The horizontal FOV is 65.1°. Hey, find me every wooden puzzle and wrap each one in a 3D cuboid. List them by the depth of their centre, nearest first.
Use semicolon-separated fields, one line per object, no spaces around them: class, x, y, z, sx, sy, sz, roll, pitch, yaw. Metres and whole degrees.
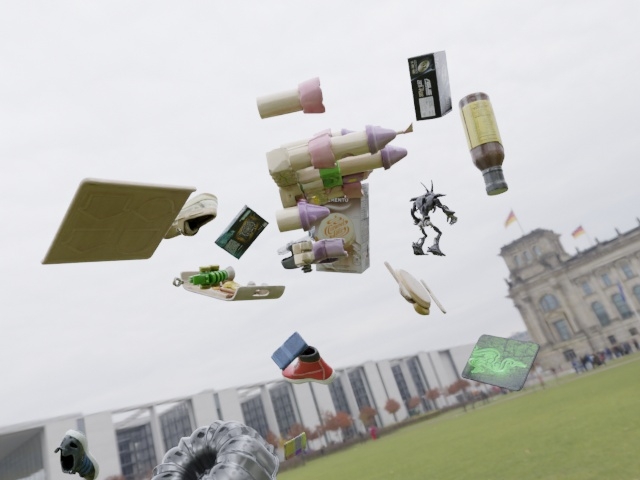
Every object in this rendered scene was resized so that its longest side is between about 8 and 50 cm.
wooden puzzle;-0.556;-0.060;1.380;0.348;0.080;0.322;-45;-25;29

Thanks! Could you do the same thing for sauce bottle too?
sauce bottle;0.546;-0.318;1.670;0.112;0.343;0.111;-9;-12;-2

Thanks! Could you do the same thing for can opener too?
can opener;0.000;0.000;1.565;0.284;0.095;0.076;-24;15;-9

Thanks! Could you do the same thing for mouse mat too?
mouse mat;0.494;0.333;1.387;0.007;0.152;0.190;48;-27;-26

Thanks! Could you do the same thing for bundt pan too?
bundt pan;-0.268;0.556;1.183;0.331;0.124;0.330;-22;20;8

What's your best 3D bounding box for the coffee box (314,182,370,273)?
coffee box;0.061;-0.038;1.411;0.141;0.246;0.098;1;10;21

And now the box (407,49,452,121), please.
box;0.322;-0.451;1.459;0.078;0.180;0.147;-2;19;28

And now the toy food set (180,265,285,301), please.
toy food set;-0.306;0.145;1.743;0.306;0.092;0.220;7;2;38

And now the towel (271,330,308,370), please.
towel;-0.097;0.347;1.579;0.119;0.067;0.029;-45;-27;4

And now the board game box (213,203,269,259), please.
board game box;-0.295;-0.030;1.885;0.186;0.026;0.126;-50;-49;-1

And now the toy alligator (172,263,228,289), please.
toy alligator;-0.279;0.093;1.230;0.052;0.056;0.190;1;4;25

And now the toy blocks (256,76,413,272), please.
toy blocks;0.049;-0.126;0.984;0.260;0.308;0.288;-11;-13;4

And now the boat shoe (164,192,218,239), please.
boat shoe;-0.493;-0.066;1.845;0.303;0.098;0.109;-27;-31;27

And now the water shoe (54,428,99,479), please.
water shoe;-0.665;0.599;1.356;0.073;0.080;0.203;8;-57;18

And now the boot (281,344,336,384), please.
boot;-0.079;0.453;1.877;0.245;0.088;0.176;-11;-57;39

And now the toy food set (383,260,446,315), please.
toy food set;0.216;0.124;1.206;0.038;0.132;0.192;-45;-43;18

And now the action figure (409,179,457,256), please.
action figure;0.409;-0.077;1.864;0.164;0.275;0.141;-4;-16;40

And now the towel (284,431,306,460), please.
towel;-0.076;0.614;1.497;0.083;0.060;0.010;-15;18;-43
